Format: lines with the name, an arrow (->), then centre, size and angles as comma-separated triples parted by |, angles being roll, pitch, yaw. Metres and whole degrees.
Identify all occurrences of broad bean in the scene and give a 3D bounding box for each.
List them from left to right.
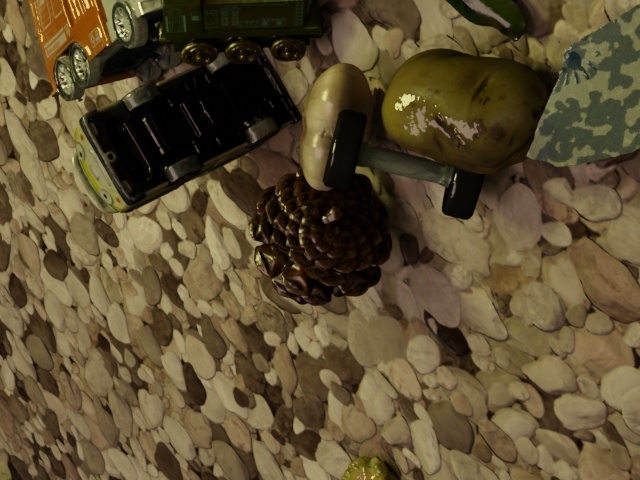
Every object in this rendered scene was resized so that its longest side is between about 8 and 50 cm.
broad bean -> 0.149, -0.364, 1.538 | 0.144, 0.049, 0.292 | 5, 117, 48

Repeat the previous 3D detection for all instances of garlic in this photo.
garlic -> 0.016, -0.154, 1.763 | 0.099, 0.124, 0.174 | 11, 128, 7

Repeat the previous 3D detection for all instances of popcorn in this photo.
popcorn -> 0.072, 0.401, 2.136 | 0.089, 0.109, 0.097 | 43, -168, -28

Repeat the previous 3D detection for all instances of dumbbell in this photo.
dumbbell -> 0.105, -0.093, 1.665 | 0.191, 0.100, 0.100 | 14, 135, -1

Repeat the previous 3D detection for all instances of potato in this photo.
potato -> 0.173, -0.152, 1.561 | 0.200, 0.154, 0.137 | 13, 82, 31

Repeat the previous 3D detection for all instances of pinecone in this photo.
pinecone -> 0.000, 0.000, 1.863 | 0.208, 0.208, 0.207 | 30, 135, 36

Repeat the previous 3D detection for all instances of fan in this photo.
fan -> 0.312, -0.162, 1.441 | 0.131, 0.009, 0.240 | 39, 118, 1

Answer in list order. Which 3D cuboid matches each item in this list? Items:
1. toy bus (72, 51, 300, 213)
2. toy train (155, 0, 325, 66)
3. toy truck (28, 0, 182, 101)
toy bus -> -0.206, -0.150, 1.909 | 0.143, 0.305, 0.179 | 60, 147, -1
toy train -> -0.104, -0.299, 1.764 | 0.137, 0.226, 0.090 | 95, 169, -60
toy truck -> -0.291, -0.353, 1.985 | 0.387, 0.173, 0.207 | -22, 87, 58
